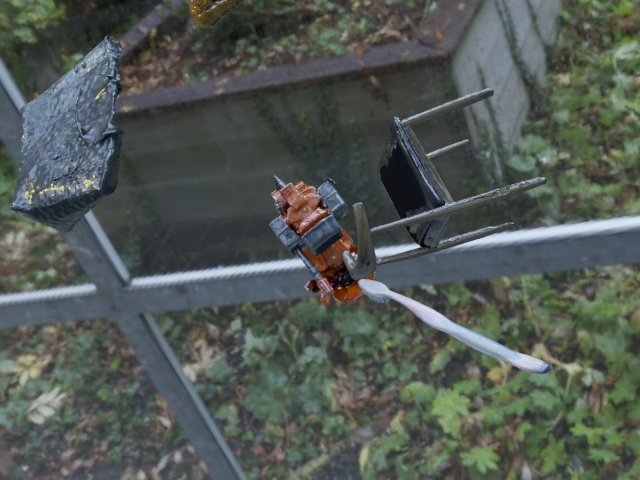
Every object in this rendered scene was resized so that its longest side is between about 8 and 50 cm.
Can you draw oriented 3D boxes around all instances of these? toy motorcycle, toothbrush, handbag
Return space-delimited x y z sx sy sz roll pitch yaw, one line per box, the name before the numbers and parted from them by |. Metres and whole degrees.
toy motorcycle | 0.000 0.000 1.405 0.148 0.221 0.325 -39 -13 -3
toothbrush | 0.150 0.100 0.967 0.269 0.027 0.021 24 67 37
handbag | -0.315 -0.132 1.054 0.175 0.089 0.270 -33 50 32

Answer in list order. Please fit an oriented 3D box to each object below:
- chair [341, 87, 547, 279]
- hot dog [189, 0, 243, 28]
chair | 0.136 -0.070 1.125 0.272 0.188 0.166 -22 72 -12
hot dog | -0.062 -0.360 0.972 0.286 0.061 0.087 -35 28 28
